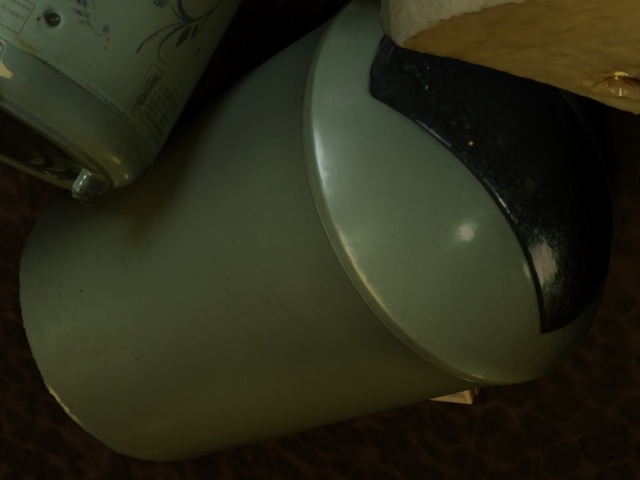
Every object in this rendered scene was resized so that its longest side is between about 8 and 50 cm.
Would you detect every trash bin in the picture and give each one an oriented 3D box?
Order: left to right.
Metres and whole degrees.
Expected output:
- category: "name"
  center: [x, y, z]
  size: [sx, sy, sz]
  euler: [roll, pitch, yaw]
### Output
- category: "trash bin"
  center: [0.000, 0.000, 1.257]
  size: [0.432, 0.280, 0.280]
  euler: [-23, 114, 44]

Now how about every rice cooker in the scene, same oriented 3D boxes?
- category: "rice cooker"
  center: [-0.173, -0.195, 1.172]
  size: [0.264, 0.316, 0.316]
  euler: [27, 136, 8]

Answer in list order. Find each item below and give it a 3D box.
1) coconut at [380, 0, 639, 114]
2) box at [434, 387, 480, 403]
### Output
- category: "coconut"
  center: [0.198, -0.219, 0.859]
  size: [0.415, 0.344, 0.415]
  euler: [-12, 124, -18]
- category: "box"
  center: [0.069, 0.086, 1.451]
  size: [0.125, 0.043, 0.089]
  euler: [5, 130, 26]
